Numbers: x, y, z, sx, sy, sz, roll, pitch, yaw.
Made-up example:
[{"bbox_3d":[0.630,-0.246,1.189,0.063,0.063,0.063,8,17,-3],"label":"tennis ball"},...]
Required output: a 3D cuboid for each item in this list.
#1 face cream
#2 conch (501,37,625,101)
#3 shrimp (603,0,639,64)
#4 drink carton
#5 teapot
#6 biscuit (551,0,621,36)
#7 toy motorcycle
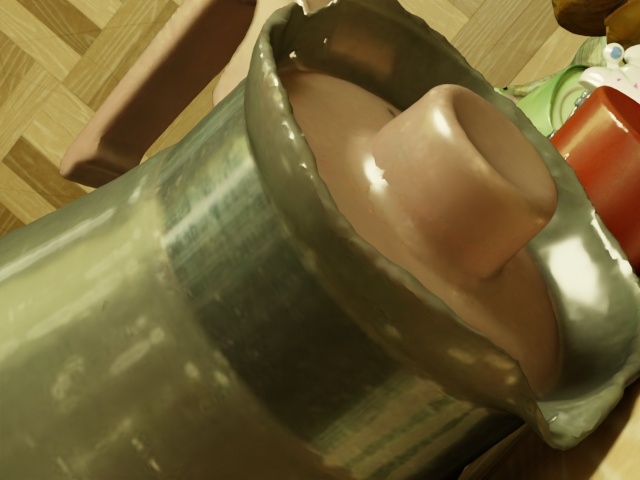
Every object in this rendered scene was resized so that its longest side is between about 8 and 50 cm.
[{"bbox_3d":[0.131,0.016,0.771,0.214,0.096,0.096,-50,-3,23],"label":"face cream"},{"bbox_3d":[0.312,-0.154,1.359,0.114,0.137,0.234,-18,-10,-28],"label":"conch"},{"bbox_3d":[0.281,-0.152,0.947,0.248,0.150,0.068,62,-153,-76],"label":"shrimp"},{"bbox_3d":[0.236,-0.093,1.278,0.142,0.144,0.146,-33,27,57],"label":"drink carton"},{"bbox_3d":[-0.043,0.037,0.678,0.305,0.376,0.362,21,-52,-43],"label":"teapot"},{"bbox_3d":[0.310,-0.213,0.939,0.290,0.041,0.208,-21,-13,31],"label":"biscuit"},{"bbox_3d":[0.207,-0.060,0.916,0.150,0.102,0.221,-61,-1,-5],"label":"toy motorcycle"}]
